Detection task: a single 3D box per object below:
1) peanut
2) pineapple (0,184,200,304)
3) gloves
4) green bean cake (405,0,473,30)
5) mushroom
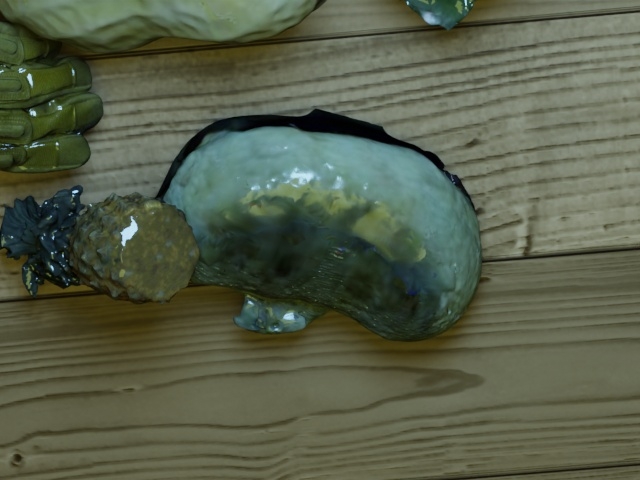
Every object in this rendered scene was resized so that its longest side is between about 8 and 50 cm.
[{"bbox_3d":[-0.165,-0.256,1.620,0.340,0.158,0.174,0,111,26],"label":"peanut"},{"bbox_3d":[-0.230,0.005,1.729,0.111,0.237,0.119,13,86,-46],"label":"pineapple"},{"bbox_3d":[-0.361,-0.166,1.686,0.331,0.141,0.154,34,113,-9],"label":"gloves"},{"bbox_3d":[0.101,-0.350,1.608,0.255,0.132,0.241,32,124,-13],"label":"green bean cake"},{"bbox_3d":[0.001,0.001,1.759,0.344,0.130,0.247,25,104,-8],"label":"mushroom"}]
